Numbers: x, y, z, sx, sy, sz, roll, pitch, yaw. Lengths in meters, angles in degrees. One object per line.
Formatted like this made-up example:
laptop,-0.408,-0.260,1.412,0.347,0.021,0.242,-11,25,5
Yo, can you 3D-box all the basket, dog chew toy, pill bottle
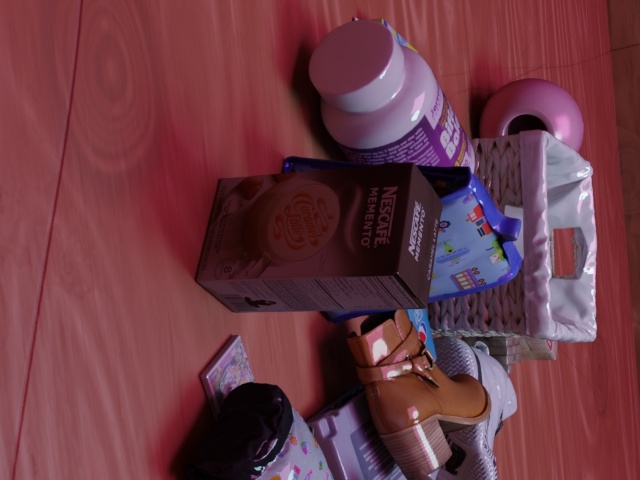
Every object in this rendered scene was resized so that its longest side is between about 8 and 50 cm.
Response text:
basket,0.299,0.008,1.785,0.331,0.266,0.328,14,74,-63
dog chew toy,0.442,-0.241,2.199,0.332,0.207,0.206,-41,124,-68
pill bottle,0.101,-0.172,1.514,0.301,0.169,0.169,49,45,-52

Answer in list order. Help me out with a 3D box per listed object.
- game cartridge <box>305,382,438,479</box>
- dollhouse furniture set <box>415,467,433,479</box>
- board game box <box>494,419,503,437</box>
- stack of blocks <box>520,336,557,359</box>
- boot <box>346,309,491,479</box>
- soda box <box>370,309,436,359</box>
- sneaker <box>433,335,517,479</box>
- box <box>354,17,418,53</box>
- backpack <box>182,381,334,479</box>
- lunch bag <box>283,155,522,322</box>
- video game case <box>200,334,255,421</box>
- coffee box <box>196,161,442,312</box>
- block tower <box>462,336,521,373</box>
game cartridge,0.081,0.304,1.501,0.294,0.060,0.196,-19,87,-62
dollhouse furniture set,0.090,0.466,1.346,0.262,0.135,0.259,-40,148,-28
board game box,0.307,0.330,2.030,0.186,0.026,0.126,-27,111,-62
stack of blocks,0.424,0.107,2.224,0.297,0.087,0.171,54,41,-47
boot,0.137,0.188,1.531,0.283,0.109,0.220,-31,97,-54
soda box,0.119,0.109,1.630,0.071,0.067,0.210,-48,129,-55
sneaker,0.258,0.341,1.802,0.210,0.137,0.365,3,80,-61
box,0.106,-0.276,1.680,0.178,0.042,0.109,20,68,-63
backpack,-0.058,0.267,1.185,0.152,0.115,0.182,-54,135,-41
lunch bag,0.113,-0.004,1.377,0.221,0.293,0.138,54,41,-48
video game case,-0.100,0.184,1.242,0.087,0.011,0.122,-51,132,-54
coffee box,0.000,0.000,1.200,0.098,0.247,0.141,48,45,-52
block tower,0.319,0.081,2.014,0.097,0.091,0.335,5,83,-63
